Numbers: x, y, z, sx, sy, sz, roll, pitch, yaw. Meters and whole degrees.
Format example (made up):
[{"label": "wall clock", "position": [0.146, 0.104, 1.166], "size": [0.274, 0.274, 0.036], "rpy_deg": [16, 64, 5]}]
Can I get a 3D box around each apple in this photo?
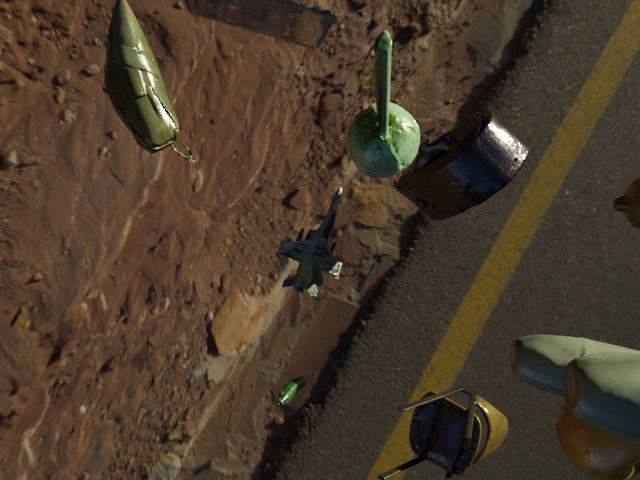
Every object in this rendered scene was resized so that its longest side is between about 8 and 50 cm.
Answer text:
[{"label": "apple", "position": [0.405, 0.259, 0.793], "size": [0.146, 0.146, 0.146], "rpy_deg": [-1, 93, -13]}]

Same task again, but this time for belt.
[{"label": "belt", "position": [0.282, -0.161, 1.199], "size": [0.164, 0.289, 0.184], "rpy_deg": [39, 58, -12]}]

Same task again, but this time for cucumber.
[{"label": "cucumber", "position": [-0.080, 0.387, 1.453], "size": [0.037, 0.155, 0.037], "rpy_deg": [6, 104, 23]}]

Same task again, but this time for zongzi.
[{"label": "zongzi", "position": [-0.181, -0.158, 0.592], "size": [0.062, 0.130, 0.154], "rpy_deg": [-22, 67, -31]}]

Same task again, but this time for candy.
[{"label": "candy", "position": [0.084, -0.168, 0.751], "size": [0.119, 0.440, 0.119], "rpy_deg": [0, 87, 6]}]

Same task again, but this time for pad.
[{"label": "pad", "position": [-0.115, -0.403, 1.000], "size": [0.270, 0.269, 0.012], "rpy_deg": [14, 95, -7]}]

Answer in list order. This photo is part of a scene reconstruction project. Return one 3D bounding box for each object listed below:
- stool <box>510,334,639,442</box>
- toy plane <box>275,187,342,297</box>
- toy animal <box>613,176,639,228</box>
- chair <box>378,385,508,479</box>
[{"label": "stool", "position": [0.235, 0.156, 0.356], "size": [0.199, 0.195, 0.195], "rpy_deg": [3, 86, 5]}, {"label": "toy plane", "position": [-0.007, -0.001, 1.322], "size": [0.192, 0.088, 0.262], "rpy_deg": [24, 78, -36]}, {"label": "toy animal", "position": [0.871, -0.095, 1.377], "size": [0.281, 0.169, 0.195], "rpy_deg": [-7, 61, 22]}, {"label": "chair", "position": [0.256, 0.394, 1.120], "size": [0.172, 0.247, 0.158], "rpy_deg": [21, 107, 27]}]
